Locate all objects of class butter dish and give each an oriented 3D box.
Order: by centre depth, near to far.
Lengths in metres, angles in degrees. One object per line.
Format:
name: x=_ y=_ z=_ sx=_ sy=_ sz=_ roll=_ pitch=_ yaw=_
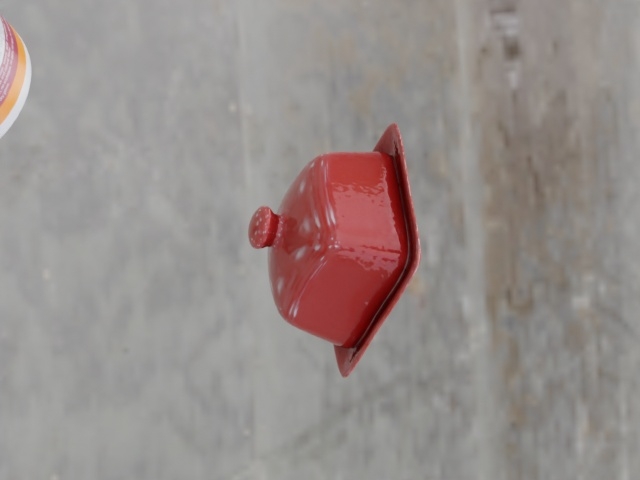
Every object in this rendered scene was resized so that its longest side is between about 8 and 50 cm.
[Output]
butter dish: x=0.000 y=0.000 z=1.389 sx=0.160 sy=0.118 sz=0.160 roll=-98 pitch=-152 yaw=-41

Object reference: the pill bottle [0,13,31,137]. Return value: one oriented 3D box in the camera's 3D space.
pill bottle: x=-0.291 y=-0.148 z=1.150 sx=0.221 sy=0.121 sz=0.121 roll=50 pitch=41 yaw=-57
